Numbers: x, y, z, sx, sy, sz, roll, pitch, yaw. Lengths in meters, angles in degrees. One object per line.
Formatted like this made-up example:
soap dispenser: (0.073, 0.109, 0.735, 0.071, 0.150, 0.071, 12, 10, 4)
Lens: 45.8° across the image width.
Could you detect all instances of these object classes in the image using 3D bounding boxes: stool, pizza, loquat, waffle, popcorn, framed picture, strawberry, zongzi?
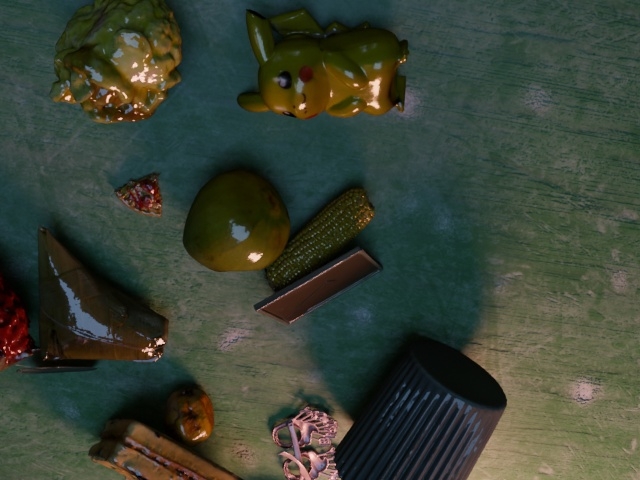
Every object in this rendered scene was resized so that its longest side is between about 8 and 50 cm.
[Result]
stool: (0.231, 0.427, 1.708, 0.297, 0.297, 0.330, 23, 108, -13)
pizza: (-0.380, -0.092, 1.571, 0.099, 0.029, 0.100, 2, 115, -3)
loquat: (-0.305, 0.408, 1.758, 0.113, 0.137, 0.137, -7, 118, 30)
waffle: (-0.340, 0.550, 1.763, 0.376, 0.114, 0.261, 36, 151, -19)
popcorn: (-0.355, -0.322, 1.356, 0.259, 0.259, 0.212, -39, 135, 14)
framed picture: (0.003, 0.102, 1.617, 0.260, 0.189, 0.023, -30, 69, 11)
strawberry: (-0.768, 0.152, 1.531, 0.292, 0.292, 0.343, -30, 107, 11)
zongzi: (-0.458, 0.115, 1.602, 0.273, 0.145, 0.300, 4, 114, -7)

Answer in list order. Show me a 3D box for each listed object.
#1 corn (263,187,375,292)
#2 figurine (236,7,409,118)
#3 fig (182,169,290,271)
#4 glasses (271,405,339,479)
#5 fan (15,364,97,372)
corn: (0.000, 0.000, 1.601, 0.293, 0.106, 0.106, -43, 110, 13)
figurine: (0.003, -0.321, 1.406, 0.326, 0.169, 0.218, -8, 139, -6)
fig: (-0.168, -0.025, 1.525, 0.207, 0.207, 0.230, 22, 135, -13)
glasses: (-0.022, 0.517, 1.842, 0.162, 0.095, 0.255, -16, 117, -4)
fan: (-0.586, 0.271, 1.613, 0.182, 0.310, 0.010, -4, 77, -1)
